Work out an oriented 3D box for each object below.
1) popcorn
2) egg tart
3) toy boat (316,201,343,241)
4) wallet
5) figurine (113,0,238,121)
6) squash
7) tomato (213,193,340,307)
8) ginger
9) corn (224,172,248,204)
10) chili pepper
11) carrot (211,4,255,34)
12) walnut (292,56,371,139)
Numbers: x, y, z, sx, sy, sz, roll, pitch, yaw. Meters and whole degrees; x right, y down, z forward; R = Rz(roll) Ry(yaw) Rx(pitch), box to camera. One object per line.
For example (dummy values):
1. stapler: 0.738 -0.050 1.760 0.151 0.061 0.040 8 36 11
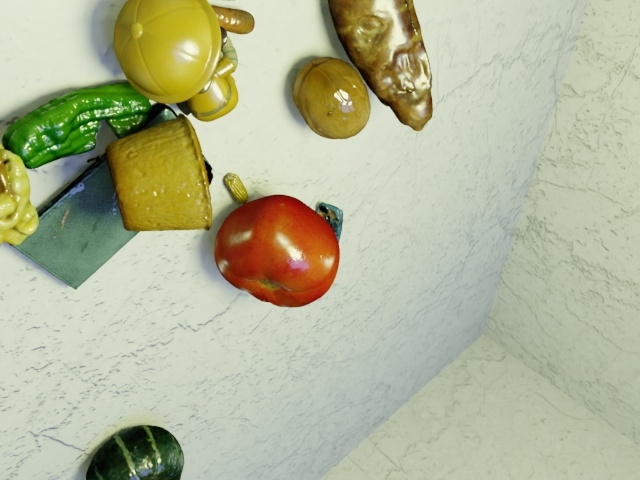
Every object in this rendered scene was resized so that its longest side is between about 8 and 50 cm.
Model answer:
1. popcorn: -0.520 -0.059 0.755 0.200 0.203 0.226 -40 139 -25
2. egg tart: -0.277 -0.111 0.938 0.170 0.215 0.215 -13 132 -20
3. toy boat: 0.000 0.000 1.510 0.097 0.100 0.223 -20 132 -52
4. wallet: -0.389 -0.081 1.028 0.379 0.046 0.191 -44 144 -11
5. figurine: -0.230 -0.302 0.903 0.192 0.167 0.257 -25 150 13
6. squash: -0.493 0.613 1.414 0.252 0.165 0.252 -28 139 -28
7. tomato: -0.098 0.016 1.265 0.298 0.298 0.226 66 37 -52
8. ginger: 0.135 -0.463 1.193 0.176 0.254 0.418 -26 126 11
9. corn: -0.193 -0.119 1.236 0.037 0.037 0.092 -43 148 -15
10. chili pepper: -0.400 -0.200 0.883 0.253 0.083 0.099 -33 143 -34
11. carrot: -0.202 -0.407 0.965 0.191 0.047 0.047 -10 127 -41
12. walnut: 0.029 -0.317 1.204 0.167 0.167 0.207 -48 137 -7
